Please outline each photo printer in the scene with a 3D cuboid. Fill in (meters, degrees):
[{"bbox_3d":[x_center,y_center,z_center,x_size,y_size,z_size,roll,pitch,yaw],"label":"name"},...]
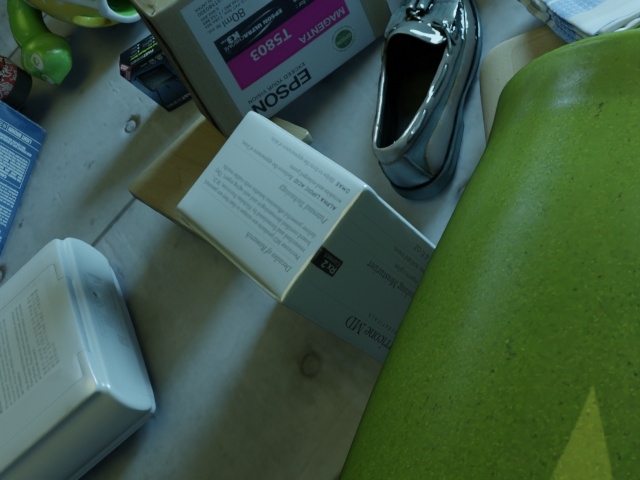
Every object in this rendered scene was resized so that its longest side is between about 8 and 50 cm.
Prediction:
[{"bbox_3d":[-0.344,0.180,1.067,0.307,0.107,0.256,-41,48,13],"label":"photo printer"}]

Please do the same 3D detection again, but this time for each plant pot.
[{"bbox_3d":[0.188,0.091,0.514,0.367,0.366,0.353,2,72,38],"label":"plant pot"}]

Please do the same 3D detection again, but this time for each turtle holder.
[{"bbox_3d":[-0.338,-0.396,1.299,0.320,0.243,0.227,-44,68,-6],"label":"turtle holder"}]

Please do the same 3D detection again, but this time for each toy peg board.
[{"bbox_3d":[-0.101,-0.064,1.055,0.160,0.079,0.161,-47,45,-15],"label":"toy peg board"}]

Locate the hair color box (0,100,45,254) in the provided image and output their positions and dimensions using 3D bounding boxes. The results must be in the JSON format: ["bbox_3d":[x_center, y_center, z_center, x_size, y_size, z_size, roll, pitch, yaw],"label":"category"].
[{"bbox_3d":[-0.528,-0.021,1.321,0.174,0.105,0.347,-1,65,37],"label":"hair color box"}]

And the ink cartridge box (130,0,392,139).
[{"bbox_3d":[-0.057,-0.247,0.996,0.235,0.193,0.088,-38,47,-5],"label":"ink cartridge box"}]

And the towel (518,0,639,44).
[{"bbox_3d":[0.277,-0.242,0.794,0.209,0.034,0.285,-31,25,9],"label":"towel"}]

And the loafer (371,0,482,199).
[{"bbox_3d":[0.102,-0.175,0.942,0.096,0.084,0.267,-10,60,33],"label":"loafer"}]

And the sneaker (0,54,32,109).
[{"bbox_3d":[-0.560,-0.245,1.385,0.270,0.145,0.090,0,67,37],"label":"sneaker"}]

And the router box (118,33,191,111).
[{"bbox_3d":[-0.176,-0.222,1.175,0.122,0.092,0.038,-26,53,24],"label":"router box"}]

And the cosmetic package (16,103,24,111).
[{"bbox_3d":[-0.503,-0.234,1.466,0.060,0.041,0.115,-39,48,12],"label":"cosmetic package"}]

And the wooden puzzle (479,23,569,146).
[{"bbox_3d":[0.298,-0.072,0.748,0.348,0.080,0.322,-21,54,32],"label":"wooden puzzle"}]

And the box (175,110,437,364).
[{"bbox_3d":[0.000,0.000,0.855,0.119,0.181,0.182,-54,47,1],"label":"box"}]
